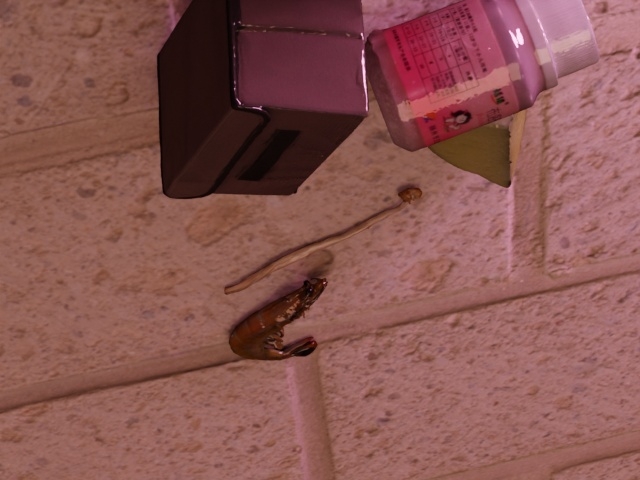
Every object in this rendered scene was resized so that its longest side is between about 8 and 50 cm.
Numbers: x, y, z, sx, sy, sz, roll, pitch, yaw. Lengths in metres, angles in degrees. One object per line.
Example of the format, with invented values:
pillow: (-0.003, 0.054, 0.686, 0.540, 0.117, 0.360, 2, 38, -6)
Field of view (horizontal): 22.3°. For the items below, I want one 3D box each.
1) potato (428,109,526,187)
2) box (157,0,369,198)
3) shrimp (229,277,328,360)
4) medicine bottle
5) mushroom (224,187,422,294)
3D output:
potato: (0.179, -0.140, 1.944, 0.120, 0.081, 0.149, 12, 156, 13)
box: (-0.063, -0.164, 1.682, 0.153, 0.188, 0.252, 3, 158, -20)
shrimp: (-0.034, 0.113, 2.141, 0.178, 0.034, 0.124, -37, 136, 22)
medicine bottle: (0.178, -0.201, 1.811, 0.247, 0.147, 0.147, -20, 136, 5)
mushroom: (0.003, 0.005, 2.054, 0.286, 0.026, 0.028, -28, 119, 14)
